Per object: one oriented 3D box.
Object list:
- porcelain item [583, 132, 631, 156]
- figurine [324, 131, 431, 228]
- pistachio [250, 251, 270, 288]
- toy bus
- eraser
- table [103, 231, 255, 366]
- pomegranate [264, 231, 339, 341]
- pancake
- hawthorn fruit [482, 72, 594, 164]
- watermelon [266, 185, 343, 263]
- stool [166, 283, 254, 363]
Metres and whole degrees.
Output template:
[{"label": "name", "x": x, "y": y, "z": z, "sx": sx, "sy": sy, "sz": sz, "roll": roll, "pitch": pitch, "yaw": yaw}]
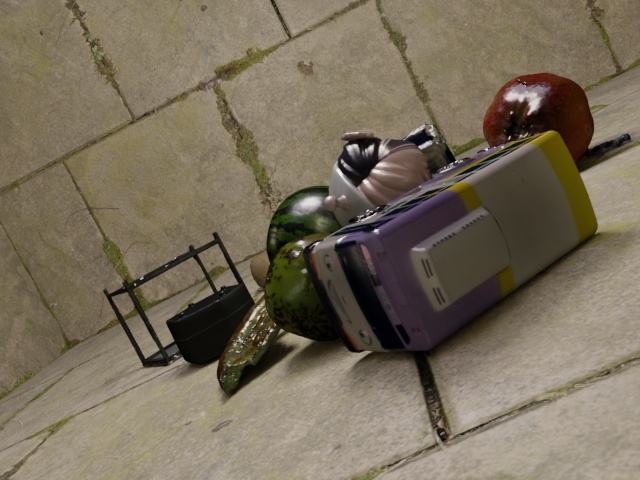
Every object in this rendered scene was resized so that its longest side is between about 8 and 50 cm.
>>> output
[{"label": "porcelain item", "x": 0.743, "y": -0.240, "z": 1.688, "sx": 0.136, "sy": 0.021, "sz": 0.075, "roll": -22, "pitch": 12, "yaw": 42}, {"label": "figurine", "x": 0.155, "y": -0.061, "z": 1.332, "sx": 0.211, "sy": 0.253, "sz": 0.361, "roll": -56, "pitch": -30, "yaw": -10}, {"label": "pistachio", "x": -0.172, "y": 0.104, "z": 2.258, "sx": 0.136, "sy": 0.135, "sz": 0.226, "roll": -30, "pitch": 14, "yaw": -26}, {"label": "toy bus", "x": 0.220, "y": 0.002, "z": 1.049, "sx": 0.440, "sy": 0.209, "sz": 0.249, "roll": -28, "pitch": 8, "yaw": -26}, {"label": "eraser", "x": 0.295, "y": -0.161, "z": 1.666, "sx": 0.155, "sy": 0.101, "sz": 0.332, "roll": -28, "pitch": -38, "yaw": 17}, {"label": "table", "x": -0.431, "y": 0.181, "z": 1.967, "sx": 0.335, "sy": 0.272, "sz": 0.222, "roll": -31, "pitch": 7, "yaw": -35}, {"label": "pomegranate", "x": 0.001, "y": 0.082, "z": 1.279, "sx": 0.222, "sy": 0.203, "sz": 0.276, "roll": -8, "pitch": 10, "yaw": 1}, {"label": "pancake", "x": -0.140, "y": 0.196, "z": 1.358, "sx": 0.197, "sy": 0.054, "sz": 0.376, "roll": -38, "pitch": 14, "yaw": 21}, {"label": "hawthorn fruit", "x": 0.610, "y": -0.303, "z": 1.748, "sx": 0.285, "sy": 0.284, "sz": 0.369, "roll": -23, "pitch": -11, "yaw": 31}, {"label": "watermelon", "x": 0.000, "y": 0.000, "z": 1.654, "sx": 0.285, "sy": 0.285, "sz": 0.285, "roll": -27, "pitch": 6, "yaw": 3}, {"label": "stool", "x": -0.275, "y": 0.213, "z": 1.656, "sx": 0.232, "sy": 0.141, "sz": 0.232, "roll": -27, "pitch": 6, "yaw": 3}]
